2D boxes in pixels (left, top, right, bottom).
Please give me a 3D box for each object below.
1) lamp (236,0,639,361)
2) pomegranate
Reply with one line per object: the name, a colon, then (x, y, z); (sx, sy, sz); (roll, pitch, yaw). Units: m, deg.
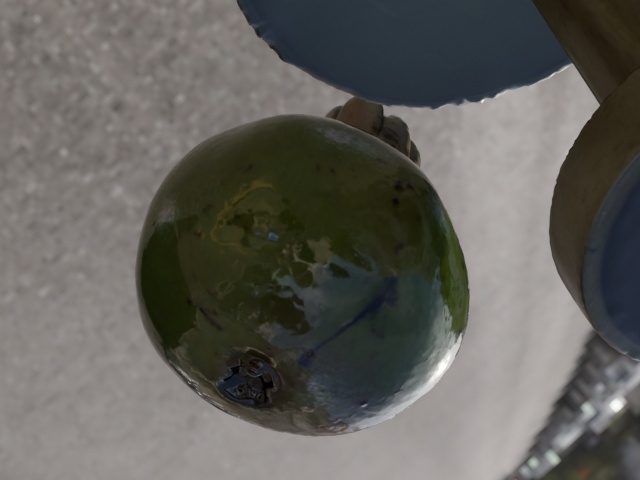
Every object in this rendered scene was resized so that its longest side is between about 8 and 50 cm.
lamp: (0.042, -0.067, 0.399); (0.121, 0.215, 0.121); (-14, 134, -15)
pomegranate: (-0.012, -0.001, 1.020); (0.179, 0.210, 0.179); (-5, 148, -3)
